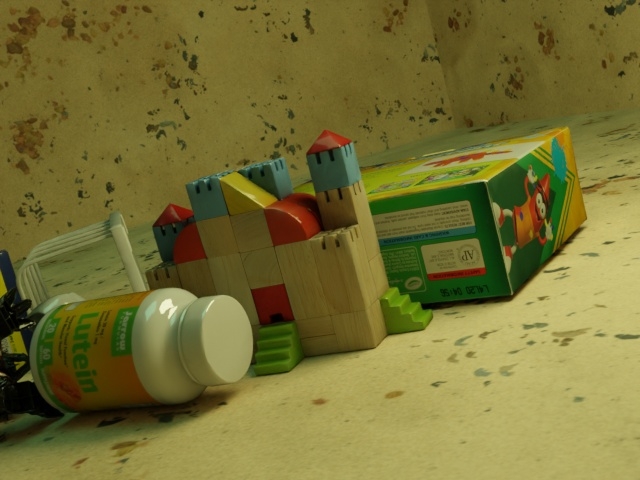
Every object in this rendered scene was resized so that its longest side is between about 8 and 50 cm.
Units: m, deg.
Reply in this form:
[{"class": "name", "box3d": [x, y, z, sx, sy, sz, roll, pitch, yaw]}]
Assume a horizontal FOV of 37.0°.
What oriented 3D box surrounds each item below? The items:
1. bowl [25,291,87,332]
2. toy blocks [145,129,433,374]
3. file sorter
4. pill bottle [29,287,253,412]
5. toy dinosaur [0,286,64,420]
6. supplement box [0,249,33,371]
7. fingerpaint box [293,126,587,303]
[{"class": "bowl", "box3d": [-0.327, 0.122, 1.311, 0.142, 0.142, 0.053, -27, 32, 59]}, {"class": "toy blocks", "box3d": [-0.078, 0.016, 1.214, 0.381, 0.261, 0.191, -11, 10, 23]}, {"class": "file sorter", "box3d": [-0.366, 0.079, 1.526, 0.173, 0.193, 0.277, -20, 10, -9]}, {"class": "pill bottle", "box3d": [-0.209, 0.129, 1.132, 0.245, 0.136, 0.136, -10, 10, 28]}, {"class": "toy dinosaur", "box3d": [-0.452, 0.189, 1.196, 0.218, 0.164, 0.322, -22, 18, 16]}, {"class": "supplement box", "box3d": [-0.644, 0.161, 1.447, 0.194, 0.195, 0.356, -7, 13, 41]}, {"class": "fingerpaint box", "box3d": [0.126, -0.023, 1.435, 0.445, 0.163, 0.371, -9, 12, 32]}]
